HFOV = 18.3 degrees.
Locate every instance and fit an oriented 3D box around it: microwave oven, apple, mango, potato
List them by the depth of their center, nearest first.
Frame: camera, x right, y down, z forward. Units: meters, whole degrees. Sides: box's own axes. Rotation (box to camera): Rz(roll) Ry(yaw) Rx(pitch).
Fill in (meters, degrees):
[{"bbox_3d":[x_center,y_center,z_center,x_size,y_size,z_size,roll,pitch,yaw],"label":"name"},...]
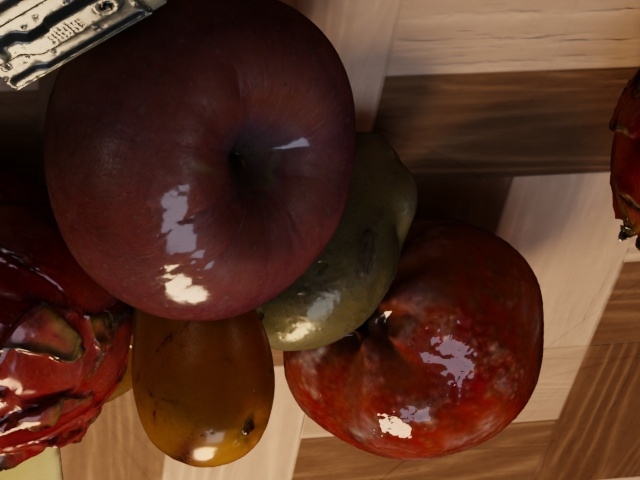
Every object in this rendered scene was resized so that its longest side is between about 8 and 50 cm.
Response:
[{"bbox_3d":[-0.267,-0.253,1.578,0.194,0.145,0.240,-29,141,18],"label":"microwave oven"},{"bbox_3d":[-0.110,-0.081,1.754,0.305,0.235,0.306,-13,111,-36],"label":"apple"},{"bbox_3d":[-0.118,0.110,1.870,0.145,0.219,0.112,-32,149,23],"label":"mango"},{"bbox_3d":[0.000,0.000,1.945,0.235,0.178,0.160,-54,153,2],"label":"potato"}]

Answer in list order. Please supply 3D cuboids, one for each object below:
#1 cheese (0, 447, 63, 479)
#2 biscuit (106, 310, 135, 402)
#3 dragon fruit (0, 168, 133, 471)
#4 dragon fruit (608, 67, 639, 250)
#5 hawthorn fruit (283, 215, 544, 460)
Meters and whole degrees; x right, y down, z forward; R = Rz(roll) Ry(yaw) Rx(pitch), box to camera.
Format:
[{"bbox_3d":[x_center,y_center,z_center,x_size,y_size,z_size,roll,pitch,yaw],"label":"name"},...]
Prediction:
[{"bbox_3d":[-0.411,0.210,2.159,0.242,0.124,0.265,-13,145,-11],"label":"cheese"},{"bbox_3d":[-0.173,0.090,2.105,0.301,0.049,0.197,-38,155,26],"label":"biscuit"},{"bbox_3d":[-0.317,0.069,1.898,0.277,0.277,0.343,-8,135,-6],"label":"dragon fruit"},{"bbox_3d":[0.388,-0.082,1.920,0.250,0.250,0.315,1,135,-17],"label":"dragon fruit"},{"bbox_3d":[0.100,0.102,2.084,0.284,0.284,0.284,-8,144,-6],"label":"hawthorn fruit"}]
